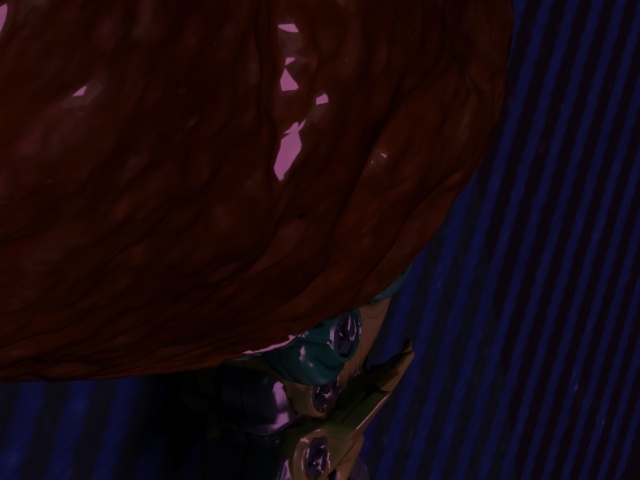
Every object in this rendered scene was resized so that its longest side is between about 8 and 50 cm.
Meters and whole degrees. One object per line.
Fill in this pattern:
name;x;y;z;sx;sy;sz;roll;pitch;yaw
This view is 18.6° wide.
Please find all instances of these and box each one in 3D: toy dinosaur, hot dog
toy dinosaur;0.000;0.000;0.777;0.153;0.094;0.259;52;53;-55
hot dog;-0.078;-0.080;0.516;0.387;0.174;0.267;12;91;-66
